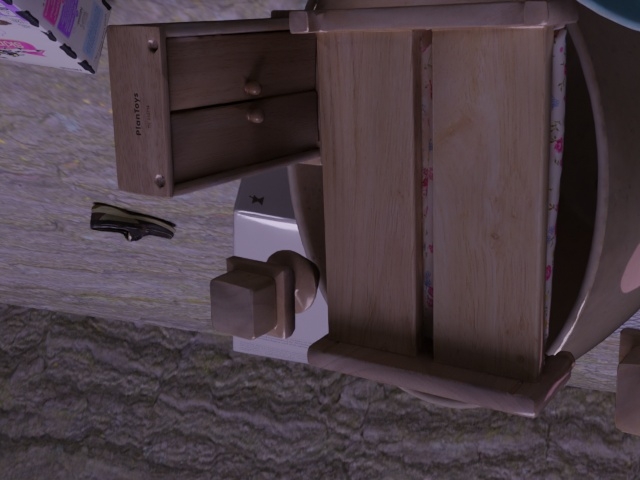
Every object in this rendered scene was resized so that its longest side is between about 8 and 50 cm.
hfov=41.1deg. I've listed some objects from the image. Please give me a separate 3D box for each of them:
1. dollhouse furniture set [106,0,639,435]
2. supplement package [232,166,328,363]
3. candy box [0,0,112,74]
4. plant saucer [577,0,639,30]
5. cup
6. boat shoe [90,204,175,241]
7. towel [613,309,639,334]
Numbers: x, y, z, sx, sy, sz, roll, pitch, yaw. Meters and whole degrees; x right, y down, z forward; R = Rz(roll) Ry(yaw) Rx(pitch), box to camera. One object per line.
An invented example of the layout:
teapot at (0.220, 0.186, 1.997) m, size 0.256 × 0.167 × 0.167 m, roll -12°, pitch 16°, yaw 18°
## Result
dollhouse furniture set at (0.064, -0.091, 0.490) m, size 0.355 × 0.303 × 0.173 m, roll 9°, pitch -161°, yaw 33°
supplement package at (0.000, 0.000, 0.979) m, size 0.175 × 0.178 × 0.293 m, roll 10°, pitch 145°, yaw 1°
candy box at (-0.290, -0.211, 0.709) m, size 0.164 × 0.070 × 0.196 m, roll 10°, pitch 174°, yaw 9°
plant saucer at (0.170, -0.207, 0.236) m, size 0.317 × 0.044 × 0.318 m, roll -13°, pitch 136°, yaw -13°
cup at (0.156, -0.067, 0.628) m, size 0.237 × 0.331 × 0.331 m, roll -9°, pitch 176°, yaw -30°
boat shoe at (-0.335, -0.021, 1.518) m, size 0.152 × 0.049 × 0.056 m, roll 15°, pitch 164°, yaw -17°
towel at (0.494, 0.058, 1.135) m, size 0.235 × 0.121 × 0.283 m, roll 15°, pitch 162°, yaw -23°
